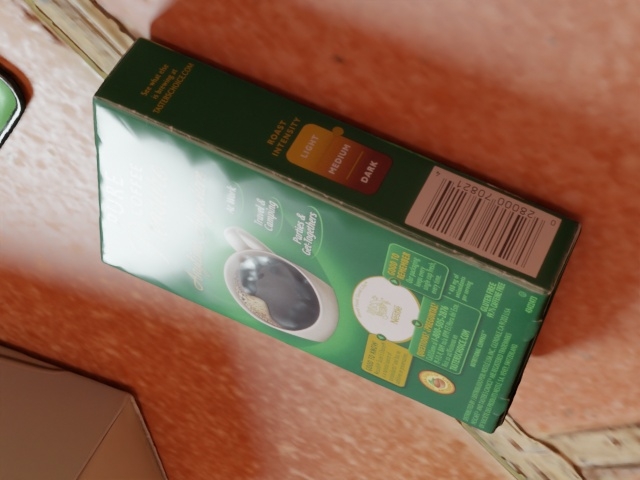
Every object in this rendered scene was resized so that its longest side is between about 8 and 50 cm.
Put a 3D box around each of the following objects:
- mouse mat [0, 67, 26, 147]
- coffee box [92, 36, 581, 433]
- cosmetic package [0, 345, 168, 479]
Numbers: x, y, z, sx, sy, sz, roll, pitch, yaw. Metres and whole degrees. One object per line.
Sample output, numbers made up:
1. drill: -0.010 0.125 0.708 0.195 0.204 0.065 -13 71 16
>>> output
1. mouse mat: -0.229 -0.090 0.637 0.189 0.007 0.152 38 147 -10
2. coffee box: 0.000 0.000 0.548 0.184 0.040 0.113 23 147 11
3. cosmetic package: -0.256 0.128 0.860 0.309 0.113 0.160 17 146 18
